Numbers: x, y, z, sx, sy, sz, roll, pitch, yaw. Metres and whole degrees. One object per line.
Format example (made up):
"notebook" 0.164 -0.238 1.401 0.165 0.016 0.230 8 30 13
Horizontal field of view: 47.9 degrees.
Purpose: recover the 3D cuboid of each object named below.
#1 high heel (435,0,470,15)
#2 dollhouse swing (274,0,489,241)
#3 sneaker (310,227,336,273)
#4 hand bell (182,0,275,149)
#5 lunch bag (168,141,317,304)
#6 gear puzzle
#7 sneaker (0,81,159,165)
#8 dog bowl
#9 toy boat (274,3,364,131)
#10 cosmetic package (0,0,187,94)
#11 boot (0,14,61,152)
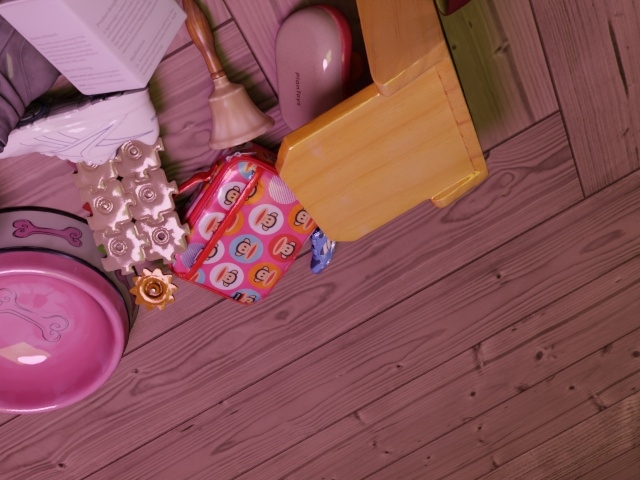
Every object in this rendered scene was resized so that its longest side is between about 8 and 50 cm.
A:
"high heel" 0.164 -0.530 1.137 0.377 0.127 0.181 33 97 -35
"dollhouse swing" 0.092 -0.221 1.225 0.304 0.315 0.347 -18 146 15
"sneaker" 0.000 0.000 1.476 0.059 0.053 0.144 11 109 -24
"hand bell" -0.175 -0.291 1.220 0.126 0.126 0.242 -21 113 -3
"lunch bag" -0.158 -0.039 1.367 0.258 0.120 0.293 27 111 -25
"gear puzzle" -0.326 -0.033 1.299 0.175 0.044 0.339 -15 104 1
"sneaker" -0.406 -0.174 1.183 0.296 0.111 0.129 -13 128 7
"dog bowl" -0.541 0.151 1.341 0.407 0.150 0.408 -8 124 -12
"toy boat" 0.016 -0.296 1.259 0.151 0.151 0.231 -30 133 -35
"cosmetic package" -0.329 -0.333 1.051 0.184 0.151 0.151 48 56 -43
"boot" -0.520 -0.301 1.010 0.338 0.118 0.223 49 56 -33
